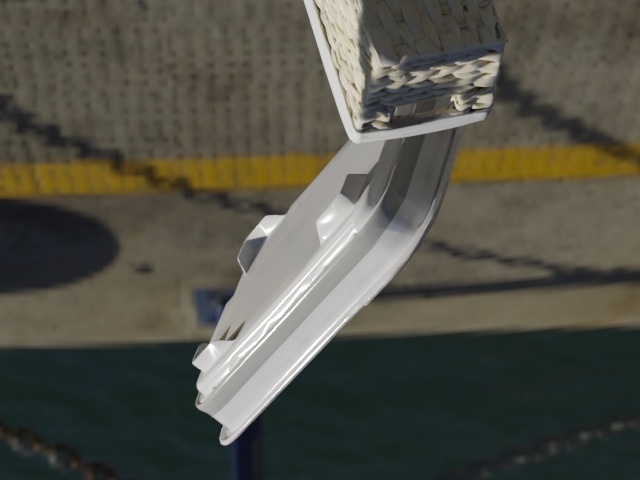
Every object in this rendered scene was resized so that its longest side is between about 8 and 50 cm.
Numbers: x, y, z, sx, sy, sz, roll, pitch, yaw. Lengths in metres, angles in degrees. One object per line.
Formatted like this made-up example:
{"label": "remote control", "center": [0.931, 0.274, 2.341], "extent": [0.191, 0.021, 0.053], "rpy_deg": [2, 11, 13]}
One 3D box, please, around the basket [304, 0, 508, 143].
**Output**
{"label": "basket", "center": [0.058, -0.172, 1.339], "extent": [0.113, 0.167, 0.103], "rpy_deg": [-12, 155, -12]}

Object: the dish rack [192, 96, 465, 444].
{"label": "dish rack", "center": [0.000, 0.000, 1.611], "extent": [0.072, 0.285, 0.333], "rpy_deg": [33, 126, -11]}
